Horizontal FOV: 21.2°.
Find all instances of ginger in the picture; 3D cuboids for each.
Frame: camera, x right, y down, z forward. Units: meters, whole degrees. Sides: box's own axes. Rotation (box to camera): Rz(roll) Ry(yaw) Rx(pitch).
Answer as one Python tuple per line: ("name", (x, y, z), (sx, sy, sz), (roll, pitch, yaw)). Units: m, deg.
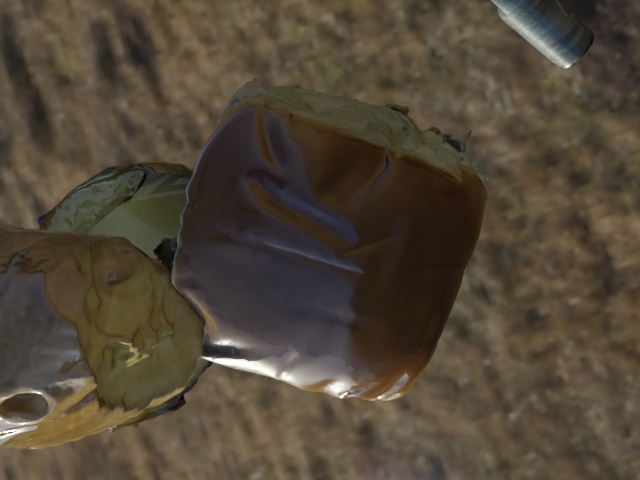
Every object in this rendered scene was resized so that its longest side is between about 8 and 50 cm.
("ginger", (-0.187, 0.044, 0.954), (0.275, 0.221, 0.130), (22, 110, 58))

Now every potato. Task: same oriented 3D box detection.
("potato", (-0.190, 0.034, 1.758), (0.242, 0.242, 0.285), (38, 122, 59))

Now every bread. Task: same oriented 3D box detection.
("bread", (0.000, 0.000, 1.517), (0.225, 0.279, 0.250), (-116, 43, -67))

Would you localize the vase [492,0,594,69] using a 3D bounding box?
("vase", (0.225, -0.286, 1.990), (0.211, 0.060, 0.060), (39, 165, -11))
